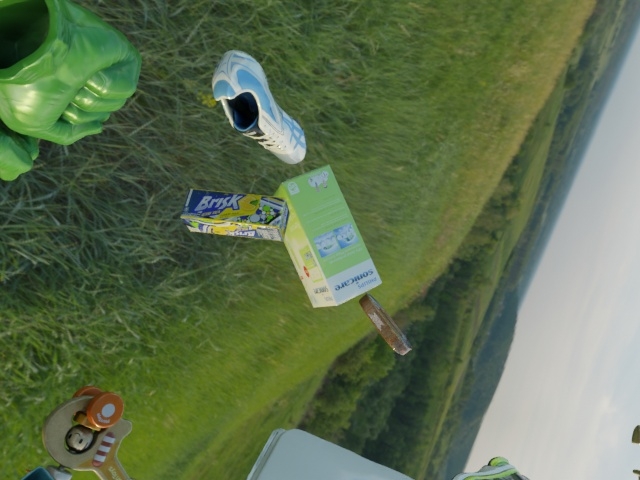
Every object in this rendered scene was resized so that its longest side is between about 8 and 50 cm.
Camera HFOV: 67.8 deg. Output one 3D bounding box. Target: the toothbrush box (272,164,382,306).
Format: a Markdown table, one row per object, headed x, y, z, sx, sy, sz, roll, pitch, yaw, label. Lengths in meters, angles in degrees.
| x | y | z | sx | sy | sz | roll | pitch | yaw | label |
| --- | --- | --- | --- | --- | --- | --- | --- | --- | --- |
| 0.000 | 0.000 | 1.092 | 0.122 | 0.283 | 0.206 | -25 | 179 | -17 | toothbrush box |

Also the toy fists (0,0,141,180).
| x | y | z | sx | sy | sz | roll | pitch | yaw | label |
| --- | --- | --- | --- | --- | --- | --- | --- | --- | --- |
| -0.308 | -0.130 | 0.466 | 0.279 | 0.096 | 0.142 | -26 | 176 | 9 | toy fists |

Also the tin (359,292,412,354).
| x | y | z | sx | sy | sz | roll | pitch | yaw | label |
| --- | --- | --- | --- | --- | --- | --- | --- | --- | --- |
| 0.167 | 0.217 | 1.246 | 0.040 | 0.190 | 0.106 | -39 | 147 | 4 | tin |

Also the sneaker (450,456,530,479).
| x | y | z | sx | sy | sz | roll | pitch | yaw | label |
| --- | --- | --- | --- | --- | --- | --- | --- | --- | --- |
| 0.272 | 0.420 | 0.727 | 0.300 | 0.121 | 0.111 | 3 | 98 | -47 | sneaker |

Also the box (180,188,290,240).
| x | y | z | sx | sy | sz | roll | pitch | yaw | label |
| --- | --- | --- | --- | --- | --- | --- | --- | --- | --- |
| -0.141 | -0.043 | 0.797 | 0.054 | 0.169 | 0.059 | 80 | 18 | -63 | box |

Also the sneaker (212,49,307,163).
| x | y | z | sx | sy | sz | roll | pitch | yaw | label |
| --- | --- | --- | --- | --- | --- | --- | --- | --- | --- |
| -0.091 | -0.177 | 0.717 | 0.237 | 0.085 | 0.086 | 48 | 56 | -59 | sneaker |

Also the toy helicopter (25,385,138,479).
| x | y | z | sx | sy | sz | roll | pitch | yaw | label |
| --- | --- | --- | --- | --- | --- | --- | --- | --- | --- |
| -0.566 | 0.559 | 1.193 | 0.235 | 0.140 | 0.355 | -41 | 116 | -42 | toy helicopter |

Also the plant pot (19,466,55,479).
| x | y | z | sx | sy | sz | roll | pitch | yaw | label |
| --- | --- | --- | --- | --- | --- | --- | --- | --- | --- |
| -0.469 | 0.496 | 0.678 | 0.234 | 0.165 | 0.166 | -47 | 176 | 14 | plant pot |

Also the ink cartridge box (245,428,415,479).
| x | y | z | sx | sy | sz | roll | pitch | yaw | label |
| --- | --- | --- | --- | --- | --- | --- | --- | --- | --- |
| 0.010 | 0.356 | 0.418 | 0.129 | 0.223 | 0.307 | -46 | 153 | -64 | ink cartridge box |

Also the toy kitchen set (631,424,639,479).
| x | y | z | sx | sy | sz | roll | pitch | yaw | label |
| --- | --- | --- | --- | --- | --- | --- | --- | --- | --- |
| 0.721 | 0.462 | 0.934 | 0.207 | 0.122 | 0.166 | 60 | 38 | -68 | toy kitchen set |
